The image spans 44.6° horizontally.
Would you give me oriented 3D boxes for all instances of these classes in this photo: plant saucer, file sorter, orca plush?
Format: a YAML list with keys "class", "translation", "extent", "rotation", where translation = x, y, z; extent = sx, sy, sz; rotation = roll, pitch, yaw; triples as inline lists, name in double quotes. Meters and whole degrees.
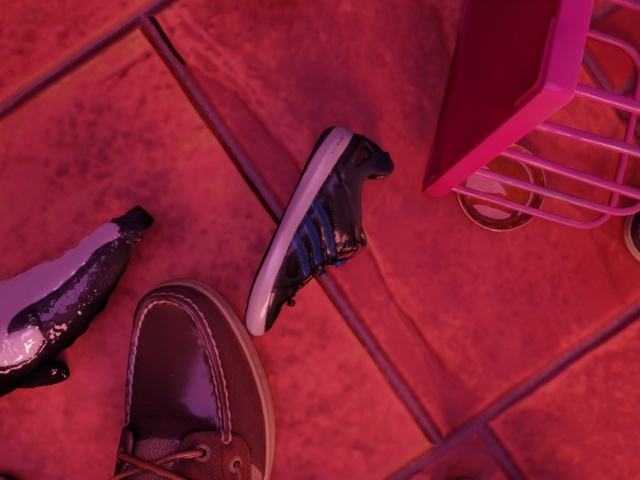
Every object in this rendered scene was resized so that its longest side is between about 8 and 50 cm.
- class: "plant saucer"
  translation: [0.166, -0.050, 0.721]
  extent: [0.084, 0.013, 0.083]
  rotation: [0, 89, -1]
- class: "file sorter"
  translation: [0.214, -0.135, 0.580]
  extent: [0.182, 0.290, 0.202]
  rotation: [15, 81, -4]
- class: "orca plush"
  translation: [-0.255, 0.078, 0.695]
  extent: [0.287, 0.102, 0.151]
  rotation: [-43, 44, -12]

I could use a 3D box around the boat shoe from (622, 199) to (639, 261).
- class: "boat shoe"
  translation: [0.376, -0.054, 0.694]
  extent: [0.224, 0.073, 0.080]
  rotation: [-31, 88, -2]

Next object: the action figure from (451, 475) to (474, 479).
- class: "action figure"
  translation: [0.111, 0.305, 0.672]
  extent: [0.285, 0.099, 0.185]
  rotation: [-12, 81, -5]

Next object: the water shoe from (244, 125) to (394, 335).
- class: "water shoe"
  translation: [0.000, 0.000, 0.689]
  extent: [0.080, 0.073, 0.203]
  rotation: [25, 89, -4]

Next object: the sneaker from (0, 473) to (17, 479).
- class: "sneaker"
  translation: [-0.248, 0.349, 0.669]
  extent: [0.281, 0.106, 0.162]
  rotation: [42, 94, 10]

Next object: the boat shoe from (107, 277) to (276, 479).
- class: "boat shoe"
  translation: [-0.112, 0.204, 0.643]
  extent: [0.123, 0.123, 0.341]
  rotation: [-3, 91, 18]
